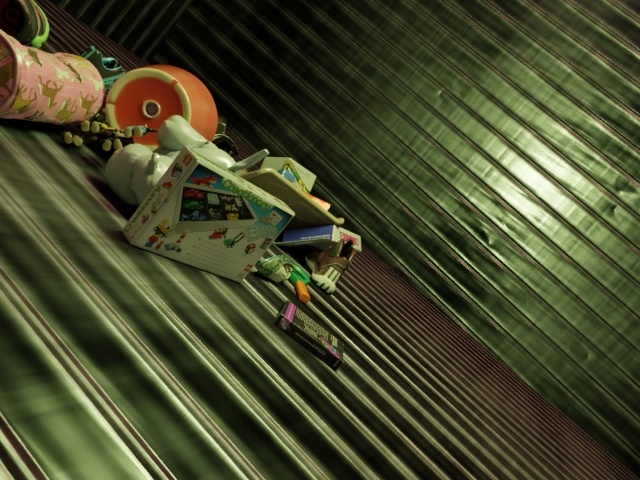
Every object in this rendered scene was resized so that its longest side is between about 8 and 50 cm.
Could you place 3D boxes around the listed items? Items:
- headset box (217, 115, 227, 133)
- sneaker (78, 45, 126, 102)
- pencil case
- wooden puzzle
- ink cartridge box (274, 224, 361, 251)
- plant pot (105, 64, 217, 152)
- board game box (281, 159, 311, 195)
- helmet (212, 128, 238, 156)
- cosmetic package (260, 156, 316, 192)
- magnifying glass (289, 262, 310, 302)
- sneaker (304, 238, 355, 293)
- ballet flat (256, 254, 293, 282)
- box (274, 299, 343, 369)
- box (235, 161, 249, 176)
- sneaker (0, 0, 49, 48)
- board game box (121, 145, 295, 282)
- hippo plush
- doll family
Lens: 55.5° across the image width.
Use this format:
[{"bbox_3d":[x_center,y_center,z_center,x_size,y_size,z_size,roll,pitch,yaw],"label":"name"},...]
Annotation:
[{"bbox_3d":[-0.458,-0.412,2.217,0.217,0.110,0.293,14,13,-11],"label":"headset box"},{"bbox_3d":[-0.651,-0.494,1.937,0.125,0.140,0.341,39,6,18],"label":"sneaker"},{"bbox_3d":[-0.574,-0.317,1.210,0.167,0.160,0.386,13,9,0],"label":"pencil case"},{"bbox_3d":[-0.133,-0.140,1.970,0.347,0.081,0.322,32,-21,-32],"label":"wooden puzzle"},{"bbox_3d":[0.000,0.000,2.026,0.175,0.069,0.371,-6,-7,20],"label":"ink cartridge box"},{"bbox_3d":[-0.399,-0.310,1.491,0.275,0.275,0.243,37,3,-9],"label":"plant pot"},{"bbox_3d":[-0.067,-0.145,2.152,0.260,0.030,0.136,58,22,-33],"label":"board game box"},{"bbox_3d":[-0.371,-0.295,2.014,0.161,0.170,0.169,18,-10,47],"label":"helmet"},{"bbox_3d":[-0.142,-0.194,2.245,0.151,0.184,0.151,12,-14,46],"label":"cosmetic package"},{"bbox_3d":[-0.060,0.110,1.622,0.092,0.026,0.231,36,6,-19],"label":"magnifying glass"},{"bbox_3d":[0.044,0.053,1.899,0.106,0.163,0.281,36,8,-18],"label":"sneaker"},{"bbox_3d":[-0.104,0.071,1.505,0.070,0.070,0.188,40,11,7],"label":"ballet flat"},{"bbox_3d":[-0.021,0.196,1.275,0.162,0.029,0.116,37,9,-3],"label":"box"},{"bbox_3d":[-0.324,-0.252,2.308,0.183,0.056,0.231,44,10,37],"label":"box"},{"bbox_3d":[-0.945,-0.698,1.600,0.482,0.185,0.202,34,5,-24],"label":"sneaker"},{"bbox_3d":[-0.202,-0.036,1.169,0.053,0.193,0.305,44,9,35],"label":"board game box"},{"bbox_3d":[-0.305,-0.105,1.260,0.294,0.235,0.236,26,34,22],"label":"hippo plush"},{"bbox_3d":[-0.452,-0.232,1.317,0.192,0.076,0.111,11,7,-6],"label":"doll family"}]
